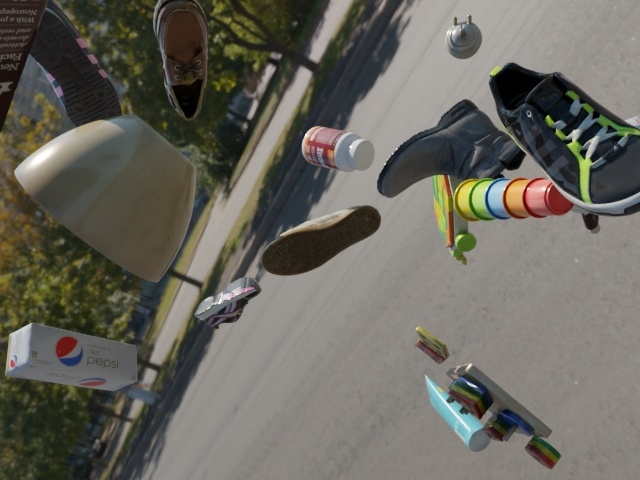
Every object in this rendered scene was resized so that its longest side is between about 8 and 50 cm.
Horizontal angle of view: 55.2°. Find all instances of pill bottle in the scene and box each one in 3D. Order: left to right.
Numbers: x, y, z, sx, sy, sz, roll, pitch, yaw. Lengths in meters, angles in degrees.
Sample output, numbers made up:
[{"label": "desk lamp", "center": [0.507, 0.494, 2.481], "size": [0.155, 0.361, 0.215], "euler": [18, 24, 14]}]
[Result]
[{"label": "pill bottle", "center": [0.039, -0.195, 1.317], "size": [0.152, 0.086, 0.086], "euler": [19, 83, 43]}]

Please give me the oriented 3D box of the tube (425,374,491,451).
[{"label": "tube", "center": [0.277, 0.364, 1.289], "size": [0.207, 0.052, 0.080], "euler": [-142, 39, -64]}]

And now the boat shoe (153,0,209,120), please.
[{"label": "boat shoe", "center": [-0.277, -0.373, 1.280], "size": [0.307, 0.110, 0.105], "euler": [105, 149, -65]}]

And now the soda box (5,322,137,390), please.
[{"label": "soda box", "center": [-0.426, 0.207, 1.066], "size": [0.069, 0.216, 0.074], "euler": [-25, 59, 26]}]

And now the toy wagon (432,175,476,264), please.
[{"label": "toy wagon", "center": [0.375, -0.075, 1.737], "size": [0.267, 0.068, 0.345], "euler": [-96, -3, -57]}]

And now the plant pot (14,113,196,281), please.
[{"label": "plant pot", "center": [-0.318, -0.094, 1.010], "size": [0.191, 0.284, 0.284], "euler": [-50, 13, -3]}]

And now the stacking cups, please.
[{"label": "stacking cups", "center": [0.372, -0.074, 1.198], "size": [0.096, 0.096, 0.316], "euler": [-65, 15, -1]}]

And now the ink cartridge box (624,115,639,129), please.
[{"label": "ink cartridge box", "center": [0.773, -0.249, 1.650], "size": [0.145, 0.179, 0.045], "euler": [60, -170, -56]}]

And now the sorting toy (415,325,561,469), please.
[{"label": "sorting toy", "center": [0.225, 0.228, 0.850], "size": [0.046, 0.274, 0.132], "euler": [-48, -9, -12]}]

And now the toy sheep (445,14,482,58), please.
[{"label": "toy sheep", "center": [0.325, -0.459, 1.391], "size": [0.091, 0.091, 0.132], "euler": [-62, -18, 10]}]

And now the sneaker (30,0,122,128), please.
[{"label": "sneaker", "center": [-0.482, -0.342, 1.193], "size": [0.319, 0.112, 0.131], "euler": [78, 167, -54]}]

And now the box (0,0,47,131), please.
[{"label": "box", "center": [-0.471, -0.197, 0.696], "size": [0.191, 0.143, 0.381], "euler": [-26, -11, -47]}]

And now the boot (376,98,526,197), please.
[{"label": "boot", "center": [0.318, -0.178, 1.496], "size": [0.338, 0.223, 0.118], "euler": [-42, -29, 5]}]

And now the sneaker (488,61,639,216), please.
[{"label": "sneaker", "center": [0.231, -0.107, 0.593], "size": [0.084, 0.097, 0.235], "euler": [-45, 37, 9]}]

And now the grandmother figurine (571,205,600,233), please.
[{"label": "grandmother figurine", "center": [0.695, -0.116, 1.515], "size": [0.104, 0.342, 0.208], "euler": [13, 103, 44]}]

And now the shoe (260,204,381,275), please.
[{"label": "shoe", "center": [0.000, 0.000, 1.055], "size": [0.219, 0.077, 0.058], "euler": [-22, 11, -6]}]

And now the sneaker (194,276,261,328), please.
[{"label": "sneaker", "center": [-0.206, 0.152, 1.447], "size": [0.178, 0.077, 0.072], "euler": [-27, 29, 23]}]
